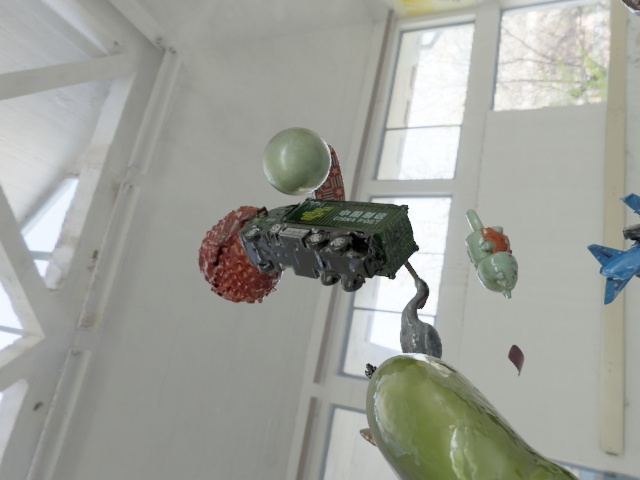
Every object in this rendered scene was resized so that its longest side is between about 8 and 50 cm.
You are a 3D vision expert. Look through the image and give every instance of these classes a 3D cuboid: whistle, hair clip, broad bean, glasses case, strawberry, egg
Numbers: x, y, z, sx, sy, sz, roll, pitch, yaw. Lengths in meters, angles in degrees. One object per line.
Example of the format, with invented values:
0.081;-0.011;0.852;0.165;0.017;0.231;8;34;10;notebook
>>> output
0.394;0.028;1.138;0.101;0.106;0.253;96;166;-49;whistle
0.606;0.371;1.502;0.054;0.022;0.137;-58;-47;-25;hair clip
0.140;0.219;0.468;0.119;0.291;0.238;-37;-74;-9;broad bean
0.014;-0.124;1.112;0.049;0.073;0.194;-134;33;-68;glasses case
-0.165;0.019;1.090;0.244;0.205;0.205;-56;3;48;strawberry
-0.039;-0.134;0.827;0.152;0.114;0.114;-61;-35;-68;egg

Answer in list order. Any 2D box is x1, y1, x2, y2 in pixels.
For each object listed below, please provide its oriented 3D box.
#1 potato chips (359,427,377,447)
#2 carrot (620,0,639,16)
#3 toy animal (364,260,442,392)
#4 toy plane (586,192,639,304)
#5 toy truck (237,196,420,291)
0.156;0.403;0.883;0.062;0.195;0.208;-41;-20;-9;potato chips
0.551;-0.517;0.891;0.301;0.114;0.114;54;-158;18;carrot
0.212;0.218;1.084;0.195;0.090;0.324;35;-115;-25;toy animal
0.629;0.015;0.885;0.105;0.272;0.254;-117;4;-78;toy plane
0.000;0.000;0.734;0.121;0.259;0.088;-43;-54;-37;toy truck
